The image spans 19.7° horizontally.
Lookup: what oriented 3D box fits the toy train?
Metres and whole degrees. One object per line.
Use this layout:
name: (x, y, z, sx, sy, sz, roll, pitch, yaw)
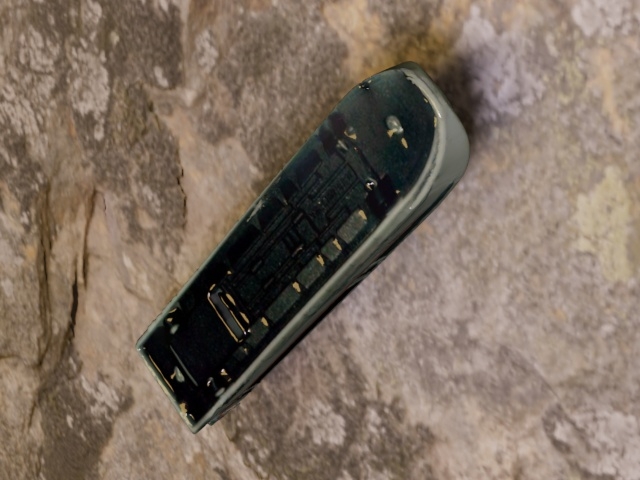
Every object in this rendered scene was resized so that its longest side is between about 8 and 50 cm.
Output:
toy train: (0.000, 0.000, 1.246, 0.086, 0.088, 0.407, 55, 140, 10)
